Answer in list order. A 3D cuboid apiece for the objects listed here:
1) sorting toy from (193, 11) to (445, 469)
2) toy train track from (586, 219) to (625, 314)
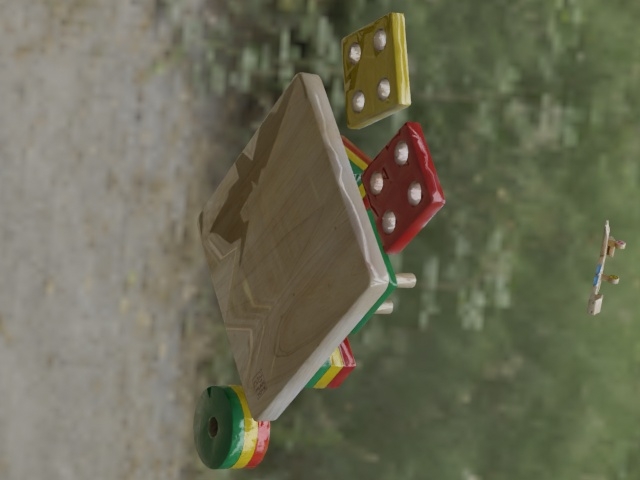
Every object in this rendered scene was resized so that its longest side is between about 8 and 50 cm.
[{"bbox_3d":[0.000,0.000,1.027,0.274,0.046,0.132,-53,-135,43],"label":"sorting toy"},{"bbox_3d":[0.166,0.020,1.150,0.083,0.014,0.048,-61,159,-60],"label":"toy train track"}]
